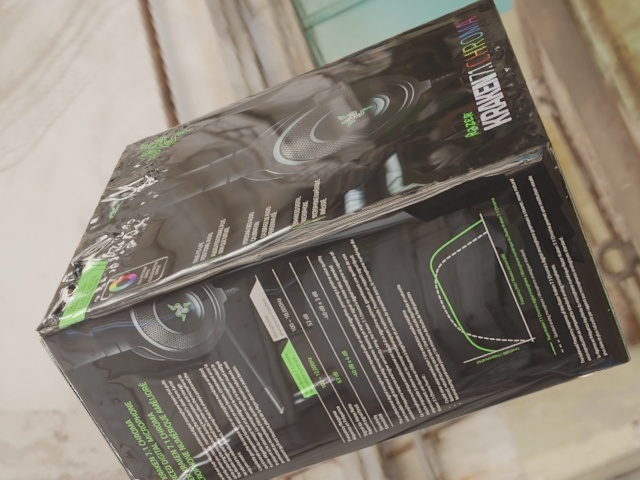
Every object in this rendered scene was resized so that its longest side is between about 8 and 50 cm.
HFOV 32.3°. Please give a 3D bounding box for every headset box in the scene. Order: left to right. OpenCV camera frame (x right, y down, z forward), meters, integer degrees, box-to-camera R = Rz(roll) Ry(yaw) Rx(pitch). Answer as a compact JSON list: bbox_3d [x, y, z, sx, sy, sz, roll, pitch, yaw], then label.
[{"bbox_3d":[0.000,0.000,0.637,0.246,0.283,0.131,-85,-28,-62],"label":"headset box"}]
